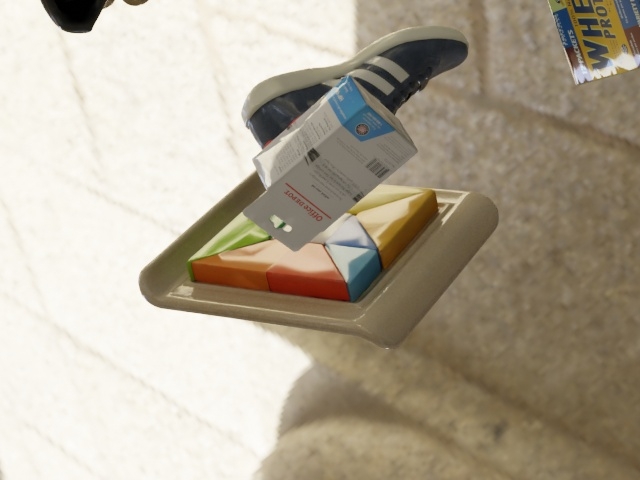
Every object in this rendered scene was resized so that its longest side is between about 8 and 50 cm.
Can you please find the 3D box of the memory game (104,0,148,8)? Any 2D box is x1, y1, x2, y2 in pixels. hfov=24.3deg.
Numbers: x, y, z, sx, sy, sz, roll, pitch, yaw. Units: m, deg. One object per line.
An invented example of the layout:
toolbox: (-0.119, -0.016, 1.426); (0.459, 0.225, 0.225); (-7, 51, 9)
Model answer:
memory game: (-0.223, -0.332, 1.553); (0.186, 0.186, 0.012); (61, -168, -12)

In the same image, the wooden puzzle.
wooden puzzle: (0.000, 0.000, 1.241); (0.238, 0.221, 0.044); (11, 125, 28)

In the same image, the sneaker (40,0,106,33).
sneaker: (-0.177, -0.268, 1.127); (0.090, 0.081, 0.232); (-113, 26, -46)

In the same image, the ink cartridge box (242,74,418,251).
ink cartridge box: (0.001, -0.037, 0.747); (0.048, 0.083, 0.028); (38, -162, -43)

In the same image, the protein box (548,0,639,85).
protein box: (0.390, -0.279, 1.658); (0.136, 0.201, 0.200); (70, 164, -5)

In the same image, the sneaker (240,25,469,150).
sneaker: (0.070, -0.184, 2.087); (0.148, 0.350, 0.131); (62, 164, 19)
